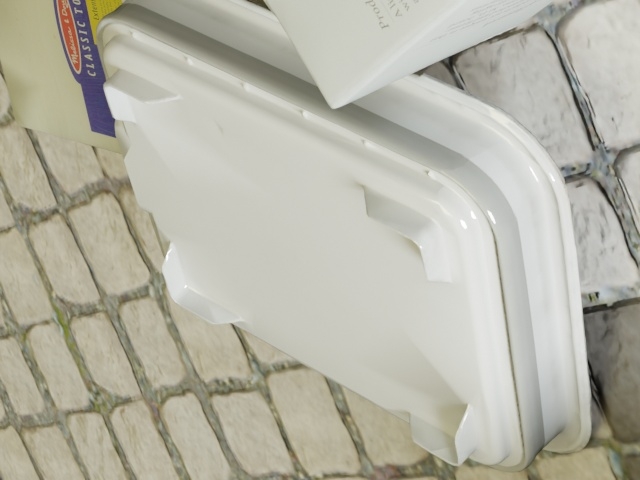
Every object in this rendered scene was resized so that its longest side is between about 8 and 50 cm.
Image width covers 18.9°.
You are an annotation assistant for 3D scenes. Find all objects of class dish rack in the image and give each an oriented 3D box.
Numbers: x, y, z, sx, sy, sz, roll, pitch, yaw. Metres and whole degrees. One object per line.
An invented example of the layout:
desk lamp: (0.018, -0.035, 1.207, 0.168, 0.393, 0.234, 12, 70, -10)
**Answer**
dish rack: (0.000, 0.000, 1.130, 0.333, 0.072, 0.285, 28, 149, 33)

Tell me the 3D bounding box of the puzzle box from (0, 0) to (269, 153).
puzzle box: (-0.152, -0.249, 1.260, 0.272, 0.052, 0.409, 17, 125, 46)

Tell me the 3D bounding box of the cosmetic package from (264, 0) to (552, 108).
cosmetic package: (0.064, -0.184, 0.936, 0.151, 0.151, 0.184, 61, 145, 4)
